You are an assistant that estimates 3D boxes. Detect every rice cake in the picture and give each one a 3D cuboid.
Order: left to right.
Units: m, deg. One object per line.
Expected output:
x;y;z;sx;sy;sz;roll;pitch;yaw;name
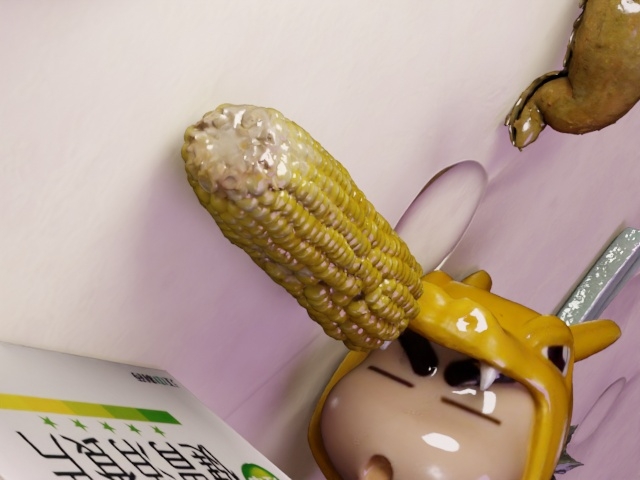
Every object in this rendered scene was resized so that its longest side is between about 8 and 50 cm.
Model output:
0.333;0.082;1.525;0.222;0.042;0.080;-52;159;-4;rice cake

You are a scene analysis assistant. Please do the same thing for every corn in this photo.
0.000;0.000;0.810;0.097;0.097;0.320;-51;152;-4;corn

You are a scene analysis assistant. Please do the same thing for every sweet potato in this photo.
0.258;-0.196;0.986;0.310;0.098;0.124;-57;175;6;sweet potato

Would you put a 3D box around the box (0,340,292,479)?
-0.144;0.162;0.676;0.145;0.173;0.333;-54;154;4;box

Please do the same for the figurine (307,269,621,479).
0.107;0.224;1.105;0.401;0.268;0.387;-120;-133;-82;figurine

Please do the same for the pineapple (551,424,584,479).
0.214;0.299;1.531;0.277;0.130;0.119;-21;111;-45;pineapple
